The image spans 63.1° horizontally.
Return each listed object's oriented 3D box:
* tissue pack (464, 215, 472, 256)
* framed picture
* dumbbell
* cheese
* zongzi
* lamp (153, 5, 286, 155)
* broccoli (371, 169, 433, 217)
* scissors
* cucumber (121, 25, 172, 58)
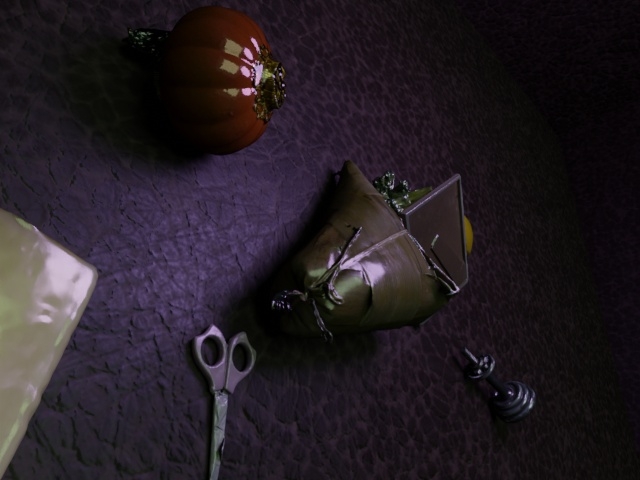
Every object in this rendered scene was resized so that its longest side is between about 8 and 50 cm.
[{"bbox_3d":[0.296,-0.031,1.295,0.178,0.123,0.127,27,60,-40],"label":"tissue pack"},{"bbox_3d":[0.262,0.023,1.164,0.213,0.016,0.289,-34,124,-34],"label":"framed picture"},{"bbox_3d":[0.425,0.345,1.277,0.254,0.110,0.110,45,41,-15],"label":"dumbbell"},{"bbox_3d":[-0.360,0.087,0.444,0.243,0.124,0.265,36,46,-29],"label":"cheese"},{"bbox_3d":[0.000,0.000,0.910,0.447,0.181,0.418,1,55,-47],"label":"zongzi"},{"bbox_3d":[-0.154,-0.244,0.809,0.223,0.197,0.223,7,90,-79],"label":"lamp"},{"bbox_3d":[0.176,-0.068,1.148,0.154,0.160,0.167,67,7,-46],"label":"broccoli"},{"bbox_3d":[-0.137,0.223,0.721,0.110,0.021,0.212,25,52,-38],"label":"scissors"},{"bbox_3d":[-0.246,-0.322,0.861,0.181,0.053,0.053,-23,89,-53],"label":"cucumber"}]
